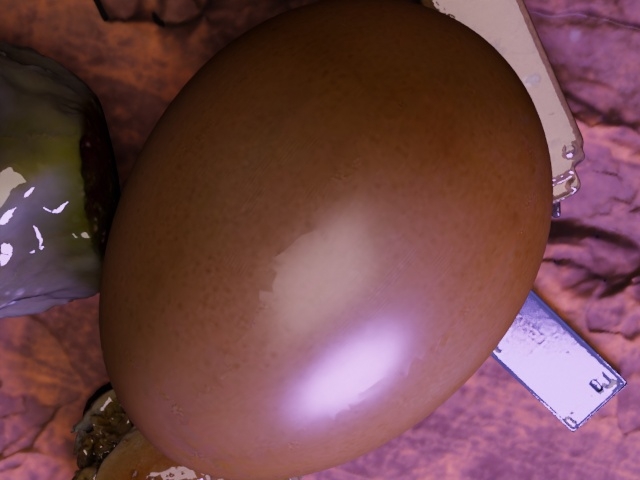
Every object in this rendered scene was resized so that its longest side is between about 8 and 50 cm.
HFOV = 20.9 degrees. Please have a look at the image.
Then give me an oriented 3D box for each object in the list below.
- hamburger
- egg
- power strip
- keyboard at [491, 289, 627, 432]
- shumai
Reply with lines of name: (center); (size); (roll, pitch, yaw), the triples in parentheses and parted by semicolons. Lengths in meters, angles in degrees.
hamburger: (-0.090, 0.159, 1.172); (0.159, 0.131, 0.185); (-5, 101, -8)
egg: (0.000, 0.000, 1.067); (0.250, 0.250, 0.322); (43, 78, -14)
power strip: (0.102, -0.152, 1.156); (0.064, 0.044, 0.305); (-26, 104, 1)
keyboard: (0.139, 0.061, 1.229); (0.176, 0.014, 0.055); (43, 98, -14)
shumai: (-0.268, -0.027, 1.103); (0.263, 0.304, 0.309); (-5, 106, -40)
